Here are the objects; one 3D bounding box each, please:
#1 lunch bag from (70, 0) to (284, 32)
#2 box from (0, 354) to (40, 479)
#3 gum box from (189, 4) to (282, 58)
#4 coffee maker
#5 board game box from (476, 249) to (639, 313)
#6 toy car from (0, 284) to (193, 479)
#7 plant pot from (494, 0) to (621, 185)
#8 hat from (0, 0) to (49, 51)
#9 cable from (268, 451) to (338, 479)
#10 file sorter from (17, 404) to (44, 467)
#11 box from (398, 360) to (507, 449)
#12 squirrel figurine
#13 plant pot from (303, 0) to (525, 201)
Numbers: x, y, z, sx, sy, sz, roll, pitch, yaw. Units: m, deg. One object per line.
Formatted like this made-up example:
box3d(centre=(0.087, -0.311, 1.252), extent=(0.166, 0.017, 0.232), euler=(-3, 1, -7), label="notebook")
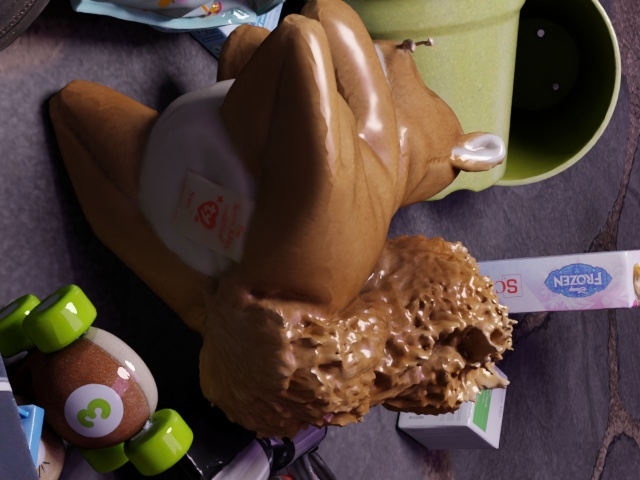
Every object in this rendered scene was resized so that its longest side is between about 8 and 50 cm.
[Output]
box3d(centre=(-0.132, -0.304, 0.994), extent=(0.223, 0.160, 0.262), euler=(68, 22, 4), label="lunch bag")
box3d(centre=(-0.331, 0.046, 0.510), extent=(0.312, 0.179, 0.343), euler=(5, 48, -44), label="box")
box3d(centre=(-0.106, -0.283, 1.170), extent=(0.184, 0.041, 0.157), euler=(39, 55, -44), label="gum box")
box3d(centre=(-0.093, 0.165, 1.055), extent=(0.178, 0.120, 0.171), euler=(-40, 117, -50), label="coffee maker")
box3d(centre=(0.288, 0.052, 1.442), extent=(0.318, 0.318, 0.066), euler=(-2, 87, -54), label="board game box")
box3d(centre=(-0.223, 0.154, 0.869), extent=(0.188, 0.149, 0.155), euler=(-47, 111, -33), label="toy car")
box3d(centre=(0.266, -0.226, 1.537), extent=(0.293, 0.274, 0.275), euler=(-29, 110, -70), label="plant pot")
box3d(centre=(-0.290, -0.209, 0.685), extent=(0.331, 0.134, 0.331), euler=(-12, 116, -25), label="hat")
box3d(centre=(0.010, 0.305, 1.263), extent=(0.287, 0.072, 0.139), euler=(35, 39, -61), label="cable")
box3d(centre=(-0.279, 0.155, 0.717), extent=(0.104, 0.170, 0.118), euler=(49, 38, -58), label="file sorter")
box3d(centre=(0.165, 0.199, 1.432), extent=(0.087, 0.102, 0.101), euler=(42, 51, -46), label="box")
box3d(centre=(0.018, -0.020, 1.066), extent=(0.370, 0.281, 0.397), euler=(-18, 90, -56), label="squirrel figurine")
box3d(centre=(0.114, -0.189, 1.314), extent=(0.276, 0.276, 0.254), euler=(-36, 126, -51), label="plant pot")
